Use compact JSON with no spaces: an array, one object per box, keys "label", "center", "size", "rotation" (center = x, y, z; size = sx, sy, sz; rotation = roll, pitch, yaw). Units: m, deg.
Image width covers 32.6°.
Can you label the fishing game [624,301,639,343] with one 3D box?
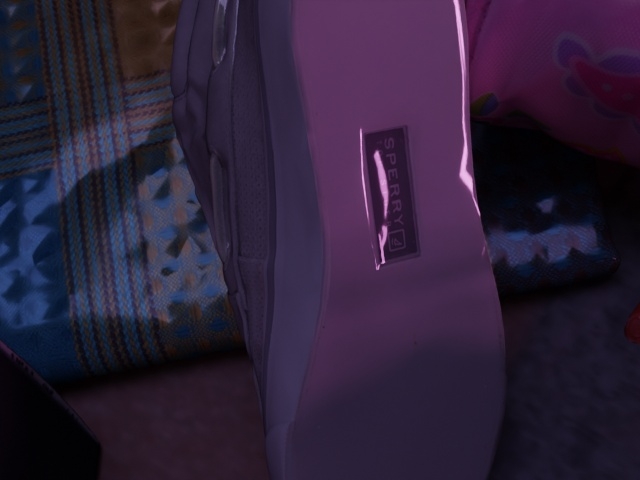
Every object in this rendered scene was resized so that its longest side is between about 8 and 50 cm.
[{"label":"fishing game","center":[0.209,0.085,0.328],"size":[0.264,0.041,0.189],"rotation":[36,28,14]}]

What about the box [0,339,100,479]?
[{"label":"box","center":[-0.179,0.152,0.399],"size":[0.153,0.108,0.207],"rotation":[-5,56,12]}]

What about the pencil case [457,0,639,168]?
[{"label":"pencil case","center":[0.189,-0.066,0.407],"size":[0.284,0.124,0.124],"rotation":[16,63,11]}]

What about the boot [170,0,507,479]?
[{"label":"boot","center":[0.000,0.000,0.427],"size":[0.095,0.258,0.123],"rotation":[-6,12,-25]}]

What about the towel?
[{"label":"towel","center":[-0.071,-0.073,0.526],"size":[0.370,0.040,0.271],"rotation":[-10,72,6]}]
